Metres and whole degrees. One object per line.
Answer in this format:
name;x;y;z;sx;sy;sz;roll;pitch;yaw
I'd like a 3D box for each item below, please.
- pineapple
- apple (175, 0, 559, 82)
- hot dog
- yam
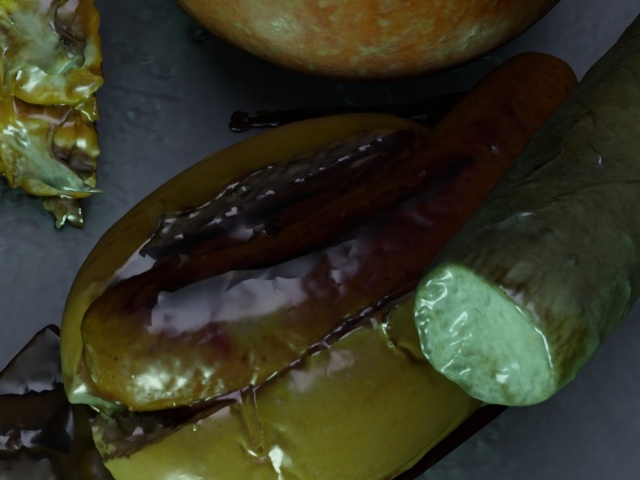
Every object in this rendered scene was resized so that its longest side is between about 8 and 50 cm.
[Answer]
pineapple;-0.199;-0.173;0.742;0.158;0.161;0.334;-7;68;-29
apple;0.017;-0.199;0.746;0.253;0.253;0.253;2;62;-3
hot dog;0.003;0.005;0.722;0.194;0.107;0.326;38;65;16
yam;0.157;-0.063;0.731;0.083;0.083;0.371;31;47;12
